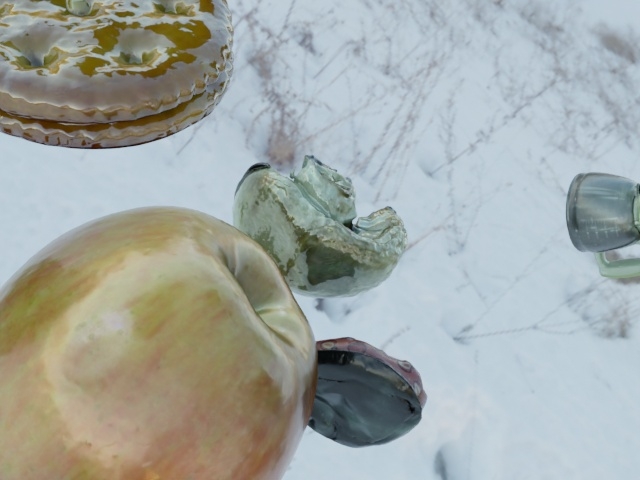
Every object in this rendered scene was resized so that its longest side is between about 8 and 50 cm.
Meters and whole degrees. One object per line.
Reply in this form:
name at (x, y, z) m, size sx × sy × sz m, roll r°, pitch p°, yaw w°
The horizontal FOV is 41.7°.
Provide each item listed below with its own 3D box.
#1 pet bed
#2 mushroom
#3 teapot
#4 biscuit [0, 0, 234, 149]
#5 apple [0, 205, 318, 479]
pet bed at (0.040, 0.206, 1.126) m, size 0.201 × 0.201 × 0.053 m, roll 40°, pitch 39°, yaw -14°
mushroom at (-0.007, 0.004, 1.269) m, size 0.267 × 0.189 × 0.164 m, roll 30°, pitch 28°, yaw -25°
teapot at (0.342, -0.023, 0.955) m, size 0.124 × 0.091 × 0.092 m, roll 44°, pitch 59°, yaw -40°
biscuit at (-0.168, -0.145, 0.596) m, size 0.221 × 0.066 × 0.220 m, roll 6°, pitch 47°, yaw -7°
apple at (-0.186, 0.151, 0.932) m, size 0.391 × 0.346 × 0.391 m, roll 42°, pitch 18°, yaw -17°
